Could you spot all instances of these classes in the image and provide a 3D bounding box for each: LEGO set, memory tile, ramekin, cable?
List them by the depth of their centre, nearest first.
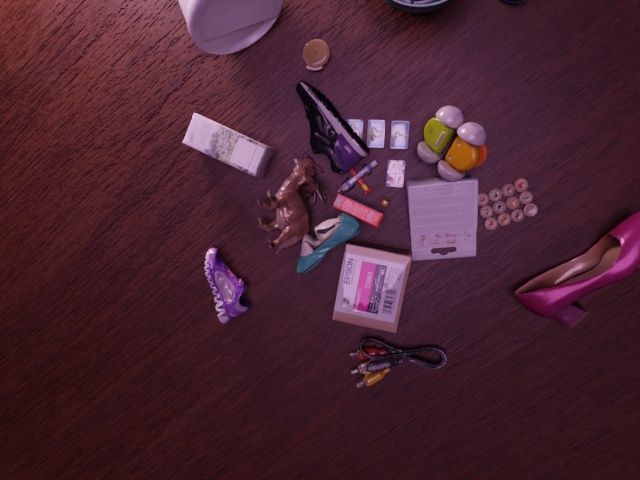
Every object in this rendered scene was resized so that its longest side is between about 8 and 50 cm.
[{"bbox_3d":[-0.240,-0.628,1.124,0.272,0.273,0.127,-34,80,12],"label":"ramekin"},{"bbox_3d":[0.518,-0.099,1.215,0.148,0.012,0.113,-20,95,10],"label":"memory tile"},{"bbox_3d":[0.149,-0.217,1.229,0.182,0.060,0.244,5,100,11],"label":"LEGO set"},{"bbox_3d":[0.229,0.348,1.319,0.287,0.072,0.140,-13,80,-2],"label":"cable"}]

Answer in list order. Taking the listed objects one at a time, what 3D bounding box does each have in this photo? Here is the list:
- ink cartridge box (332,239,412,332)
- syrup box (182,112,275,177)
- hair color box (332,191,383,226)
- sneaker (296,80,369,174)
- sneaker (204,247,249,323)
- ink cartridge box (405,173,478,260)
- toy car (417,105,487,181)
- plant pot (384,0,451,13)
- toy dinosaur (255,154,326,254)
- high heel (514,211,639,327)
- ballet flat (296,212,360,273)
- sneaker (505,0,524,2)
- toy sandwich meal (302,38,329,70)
[{"bbox_3d":[0.148,0.130,1.266,0.193,0.088,0.235,10,101,5],"label":"ink cartridge box"},{"bbox_3d":[-0.263,-0.273,1.258,0.236,0.096,0.093,25,99,4],"label":"syrup box"},{"bbox_3d":[0.109,-0.089,1.246,0.141,0.072,0.043,26,102,5],"label":"hair color box"},{"bbox_3d":[0.000,-0.308,1.203,0.124,0.107,0.283,-41,79,21],"label":"sneaker"},{"bbox_3d":[-0.282,0.131,1.332,0.104,0.095,0.237,-14,101,3],"label":"sneaker"},{"bbox_3d":[0.344,-0.064,1.237,0.189,0.066,0.232,-5,119,9],"label":"ink cartridge box"},{"bbox_3d":[0.360,-0.259,1.152,0.182,0.136,0.159,49,137,26],"label":"toy car"},{"bbox_3d":[0.249,-0.695,1.068,0.293,0.196,0.293,1,99,9],"label":"plant pot"},{"bbox_3d":[-0.072,-0.083,1.256,0.200,0.127,0.296,-11,117,-25],"label":"toy dinosaur"},{"bbox_3d":[0.696,0.056,1.149,0.181,0.127,0.377,28,105,-8],"label":"high heel"},{"bbox_3d":[0.000,0.000,1.251,0.247,0.083,0.087,-38,115,24],"label":"ballet flat"},{"bbox_3d":[0.462,-0.680,1.100,0.067,0.078,0.188,-39,92,12],"label":"sneaker"},{"bbox_3d":[-0.011,-0.518,1.220,0.085,0.029,0.086,1,94,9],"label":"toy sandwich meal"}]
